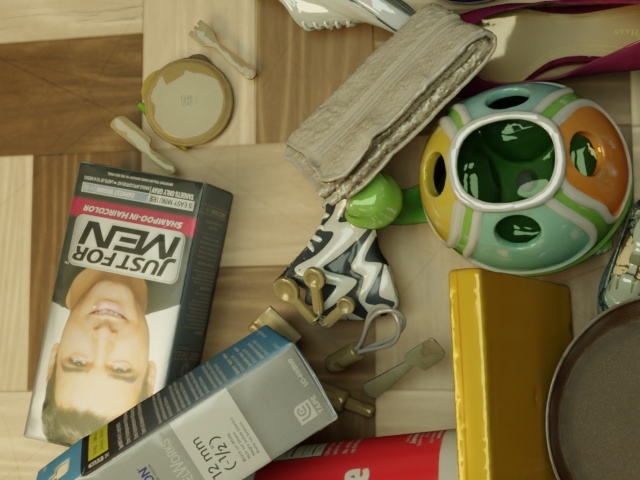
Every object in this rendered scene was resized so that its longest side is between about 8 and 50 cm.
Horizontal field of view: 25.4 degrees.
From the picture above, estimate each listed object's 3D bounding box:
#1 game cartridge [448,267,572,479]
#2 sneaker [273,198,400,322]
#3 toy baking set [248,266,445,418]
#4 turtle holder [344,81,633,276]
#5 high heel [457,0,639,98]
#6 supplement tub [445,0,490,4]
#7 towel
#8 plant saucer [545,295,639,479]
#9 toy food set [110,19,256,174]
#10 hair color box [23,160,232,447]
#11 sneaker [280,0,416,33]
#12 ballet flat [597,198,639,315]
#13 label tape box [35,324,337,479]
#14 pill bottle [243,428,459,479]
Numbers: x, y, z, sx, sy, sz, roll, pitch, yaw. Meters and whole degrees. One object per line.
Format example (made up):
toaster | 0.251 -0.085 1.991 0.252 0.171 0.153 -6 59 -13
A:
game cartridge | 0.227 0.183 1.635 0.053 0.324 0.285 -6 82 28
sneaker | 0.000 0.000 1.839 0.153 0.094 0.235 -18 89 5
toy baking set | 0.024 0.139 1.800 0.256 0.030 0.196 25 128 14
turtle holder | 0.212 -0.087 1.718 0.320 0.227 0.243 19 91 18
high heel | 0.269 -0.255 1.746 0.377 0.181 0.127 -6 83 15
supplement tub | 0.161 -0.433 1.726 0.228 0.316 0.228 -2 83 16
towel | 0.078 -0.174 1.742 0.282 0.187 0.049 -45 119 3
plant saucer | 0.407 0.217 1.673 0.311 0.050 0.310 1 84 -9
toy food set | -0.183 -0.192 1.948 0.132 0.038 0.192 41 90 9
hair color box | -0.254 0.097 1.892 0.185 0.113 0.374 10 87 17
sneaker | 0.013 -0.318 1.885 0.258 0.094 0.091 30 108 23
ballet flat | 0.383 0.031 1.743 0.070 0.070 0.188 14 88 17
label tape box | -0.167 0.243 1.688 0.348 0.249 0.115 -34 96 -7
pill bottle | 0.023 0.359 1.723 0.408 0.229 0.229 -9 81 15
